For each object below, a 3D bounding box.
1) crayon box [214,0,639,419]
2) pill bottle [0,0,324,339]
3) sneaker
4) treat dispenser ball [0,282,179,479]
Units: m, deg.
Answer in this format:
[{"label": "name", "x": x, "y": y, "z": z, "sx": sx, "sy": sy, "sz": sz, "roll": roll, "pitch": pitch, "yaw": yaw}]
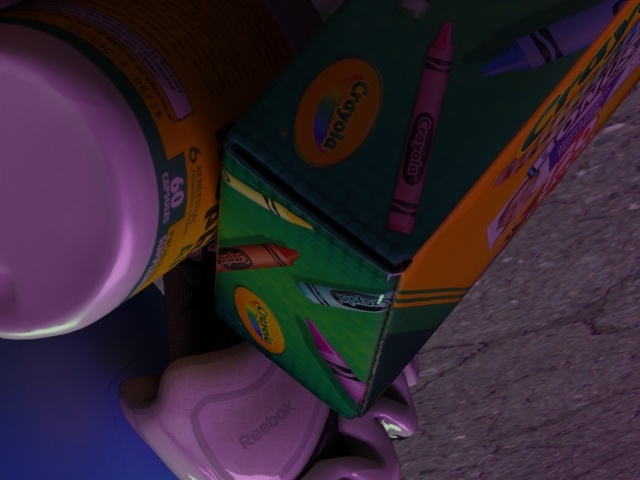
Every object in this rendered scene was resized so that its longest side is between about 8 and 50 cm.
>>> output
[{"label": "crayon box", "x": 0.074, "y": -0.077, "z": 0.770, "sx": 0.278, "sy": 0.081, "sz": 0.165, "roll": -49, "pitch": 168, "yaw": -20}, {"label": "pill bottle", "x": -0.074, "y": -0.048, "z": 0.773, "sx": 0.117, "sy": 0.117, "sz": 0.208, "roll": -31, "pitch": -176, "yaw": 29}, {"label": "sneaker", "x": 0.000, "y": 0.000, "z": 0.891, "sx": 0.118, "sy": 0.292, "sz": 0.110, "roll": 38, "pitch": 138, "yaw": -21}, {"label": "treat dispenser ball", "x": -0.188, "y": 0.113, "z": 0.918, "sx": 0.288, "sy": 0.288, "sz": 0.288, "roll": -17, "pitch": 159, "yaw": -7}]
